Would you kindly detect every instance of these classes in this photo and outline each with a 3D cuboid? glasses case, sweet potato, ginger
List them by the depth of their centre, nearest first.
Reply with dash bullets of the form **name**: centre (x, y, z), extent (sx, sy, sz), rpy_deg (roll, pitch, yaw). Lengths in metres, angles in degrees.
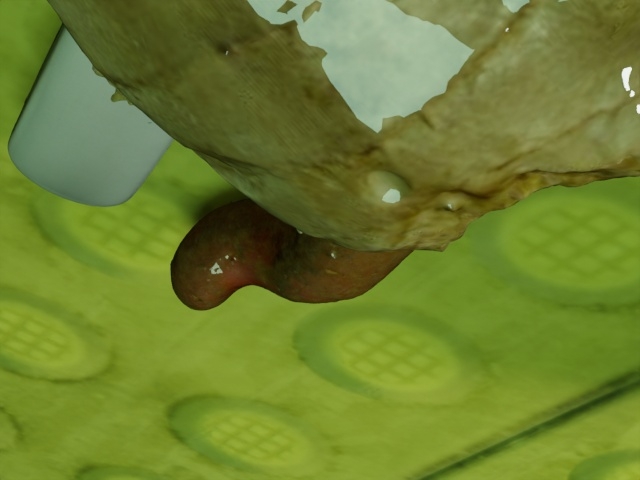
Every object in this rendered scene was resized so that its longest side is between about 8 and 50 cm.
- **ginger**: centre (-0.038, -0.137, 0.368), extent (0.236, 0.166, 0.375), rpy_deg (-7, 148, 44)
- **glasses case**: centre (-0.087, -0.063, 0.601), extent (0.063, 0.041, 0.164), rpy_deg (24, 146, -13)
- **sweet potato**: centre (-0.002, 0.000, 0.653), extent (0.202, 0.058, 0.055), rpy_deg (-21, 155, 40)
